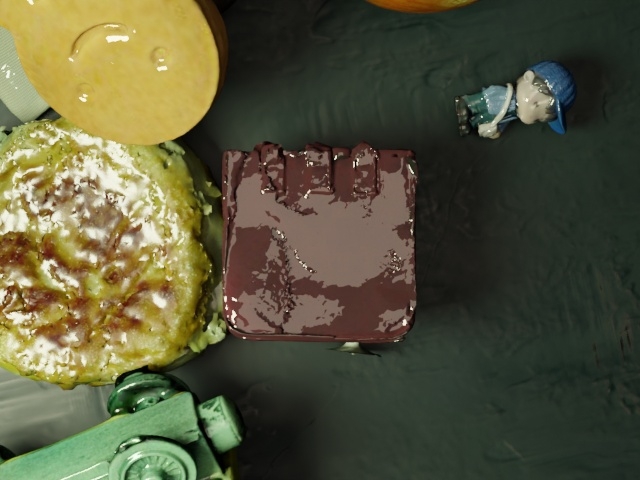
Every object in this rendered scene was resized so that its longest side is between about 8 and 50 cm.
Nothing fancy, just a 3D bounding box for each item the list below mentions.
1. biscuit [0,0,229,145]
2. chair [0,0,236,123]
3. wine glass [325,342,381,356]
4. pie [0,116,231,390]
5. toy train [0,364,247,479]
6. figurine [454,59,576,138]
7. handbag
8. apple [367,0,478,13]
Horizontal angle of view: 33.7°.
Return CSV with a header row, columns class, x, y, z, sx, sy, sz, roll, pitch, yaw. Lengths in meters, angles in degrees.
class,x,y,z,sx,sy,sz,roll,pitch,yaw
biscuit,-0.229,-0.240,0.982,0.275,0.052,0.355,-14,120,26
chair,-0.214,-0.268,1.128,0.186,0.319,0.160,-33,94,-49
wine glass,0.049,0.027,1.170,0.066,0.066,0.198,7,87,-4
pie,-0.248,0.015,1.128,0.355,0.103,0.288,-1,85,-5
toy train,-0.230,0.286,1.067,0.369,0.150,0.237,-22,115,1
figurine,0.220,-0.159,1.192,0.136,0.077,0.079,-3,54,10
handbag,0.000,0.001,1.105,0.203,0.074,0.216,-1,84,-1
apple,0.120,-0.359,1.127,0.226,0.246,0.246,10,88,-23
